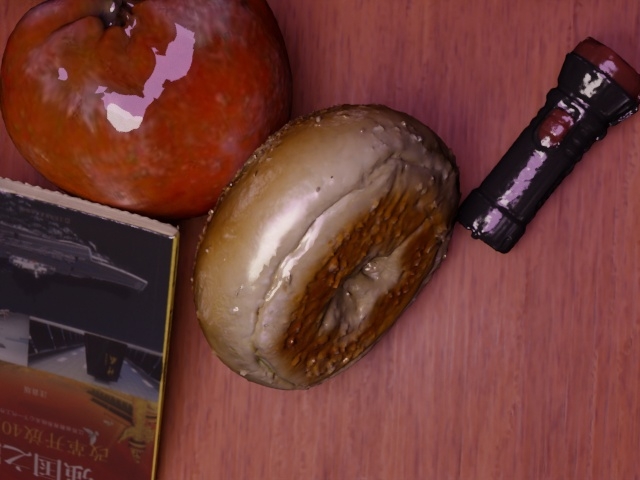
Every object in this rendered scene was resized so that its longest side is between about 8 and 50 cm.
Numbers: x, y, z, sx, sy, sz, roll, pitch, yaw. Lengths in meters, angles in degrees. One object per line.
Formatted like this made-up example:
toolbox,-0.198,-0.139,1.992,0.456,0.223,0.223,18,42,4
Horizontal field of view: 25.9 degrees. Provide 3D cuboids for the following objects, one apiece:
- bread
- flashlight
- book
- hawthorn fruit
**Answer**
bread,0.000,0.000,1.358,0.159,0.305,0.305,40,96,35
flashlight,0.229,-0.092,1.410,0.093,0.093,0.232,40,95,8
book,-0.283,0.114,1.428,0.262,0.028,0.374,14,121,9
hawthorn fruit,-0.164,-0.148,1.379,0.284,0.284,0.284,0,89,9
